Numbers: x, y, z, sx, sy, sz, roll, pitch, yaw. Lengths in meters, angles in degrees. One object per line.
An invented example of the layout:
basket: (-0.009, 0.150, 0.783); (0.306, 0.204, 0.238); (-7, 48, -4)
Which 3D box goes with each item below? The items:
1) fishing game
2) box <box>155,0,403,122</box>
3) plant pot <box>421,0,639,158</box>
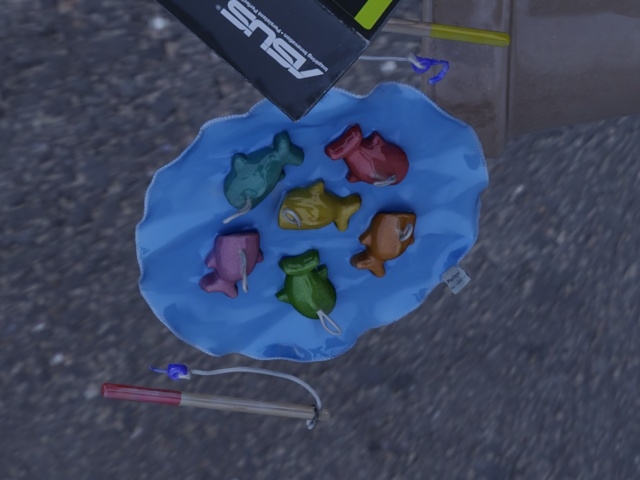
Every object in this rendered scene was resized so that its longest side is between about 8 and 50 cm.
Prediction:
fishing game: (0.000, 0.000, 0.994); (0.189, 0.041, 0.264); (9, 126, -29)
box: (-0.030, -0.151, 0.608); (0.184, 0.191, 0.045); (41, 131, -7)
plant pot: (0.190, -0.181, 1.354); (0.229, 0.263, 0.263); (4, 100, 7)
